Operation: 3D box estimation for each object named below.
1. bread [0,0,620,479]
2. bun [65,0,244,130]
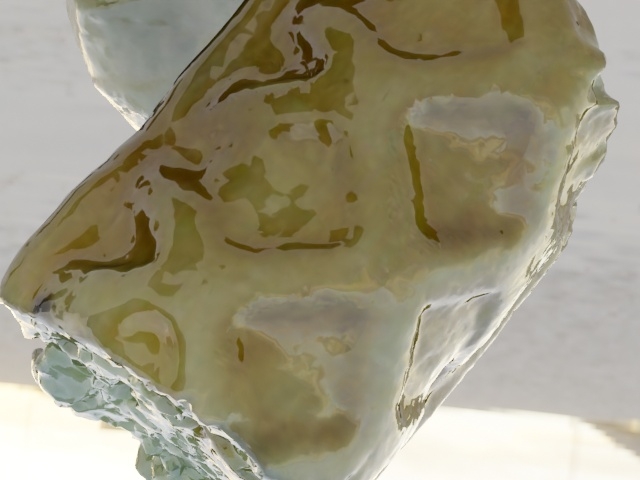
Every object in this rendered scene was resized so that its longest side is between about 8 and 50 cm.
[{"bbox_3d":[-0.005,-0.001,0.782,0.196,0.252,0.238,34,157,9],"label":"bread"},{"bbox_3d":[0.007,-0.180,0.979,0.361,0.361,0.213,6,-146,-13],"label":"bun"}]
